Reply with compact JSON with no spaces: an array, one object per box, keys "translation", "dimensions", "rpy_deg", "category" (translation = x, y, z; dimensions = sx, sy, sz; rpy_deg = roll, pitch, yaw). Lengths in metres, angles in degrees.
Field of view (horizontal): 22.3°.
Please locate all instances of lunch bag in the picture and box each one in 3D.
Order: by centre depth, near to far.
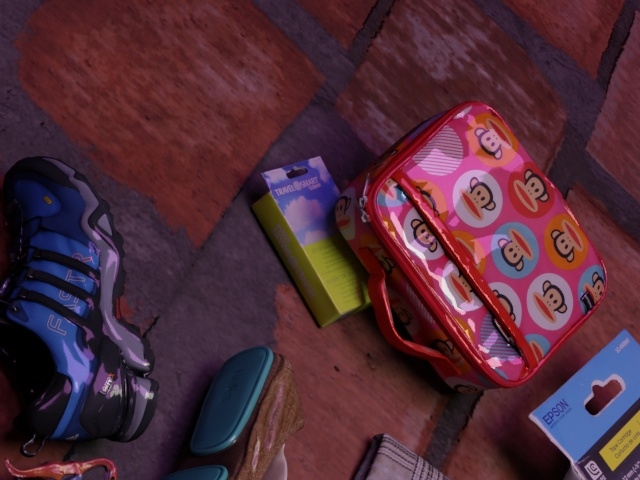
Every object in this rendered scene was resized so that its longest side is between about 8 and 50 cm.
[{"translation":[0.156,0.019,1.802],"dimensions":[0.258,0.120,0.293],"rpy_deg":[-42,101,-27],"category":"lunch bag"}]

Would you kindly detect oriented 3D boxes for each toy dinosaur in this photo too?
[{"translation":[-0.223,0.209,1.433],"dimensions":[0.082,0.090,0.047],"rpy_deg":[-24,62,-4],"category":"toy dinosaur"}]

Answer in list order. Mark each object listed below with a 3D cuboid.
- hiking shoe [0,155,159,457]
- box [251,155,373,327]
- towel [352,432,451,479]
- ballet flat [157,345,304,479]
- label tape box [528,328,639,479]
[{"translation":[-0.249,0.046,1.487],"dimensions":[0.132,0.113,0.304],"rpy_deg":[-3,56,-36],"category":"hiking shoe"},{"translation":[0.000,0.000,1.805],"dimensions":[0.109,0.042,0.178],"rpy_deg":[-20,77,-49],"category":"box"},{"translation":[0.128,0.389,1.640],"dimensions":[0.312,0.056,0.324],"rpy_deg":[41,43,-13],"category":"towel"},{"translation":[-0.096,0.242,1.517],"dimensions":[0.124,0.116,0.342],"rpy_deg":[60,33,-21],"category":"ballet flat"},{"translation":[0.372,0.308,1.879],"dimensions":[0.347,0.115,0.249],"rpy_deg":[53,41,4],"category":"label tape box"}]
